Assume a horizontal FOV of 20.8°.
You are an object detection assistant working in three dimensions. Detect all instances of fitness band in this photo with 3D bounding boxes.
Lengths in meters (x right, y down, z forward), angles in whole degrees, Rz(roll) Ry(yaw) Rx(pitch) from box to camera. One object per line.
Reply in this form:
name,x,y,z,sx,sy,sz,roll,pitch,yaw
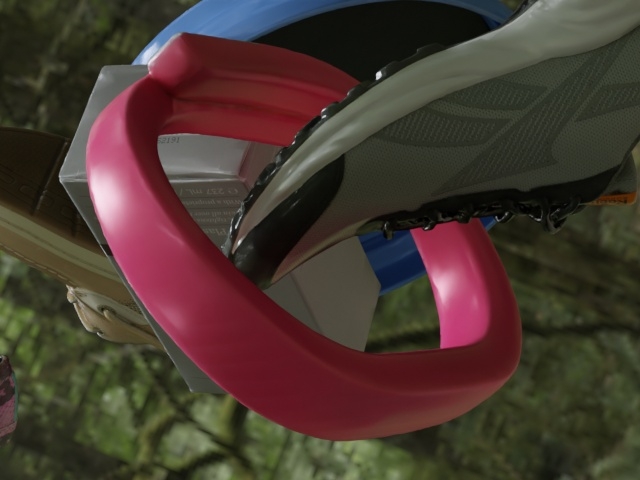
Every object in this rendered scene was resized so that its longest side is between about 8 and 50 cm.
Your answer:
fitness band,0.000,0.000,0.864,0.054,0.209,0.291,-37,-18,26

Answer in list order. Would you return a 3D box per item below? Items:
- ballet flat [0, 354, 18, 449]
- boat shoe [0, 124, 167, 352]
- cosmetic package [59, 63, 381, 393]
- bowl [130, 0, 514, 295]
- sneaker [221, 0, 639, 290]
ballet flat,-0.279,0.065,1.004,0.077,0.221,0.079,-69,-8,-76
boat shoe,-0.137,0.029,1.283,0.110,0.341,0.122,-54,18,31
cosmetic package,-0.056,-0.002,1.108,0.238,0.127,0.107,65,-148,-45
bowl,0.002,-0.081,1.438,0.391,0.391,0.077,106,150,-49
sneaker,0.078,-0.042,0.803,0.271,0.108,0.100,-28,-4,-1
